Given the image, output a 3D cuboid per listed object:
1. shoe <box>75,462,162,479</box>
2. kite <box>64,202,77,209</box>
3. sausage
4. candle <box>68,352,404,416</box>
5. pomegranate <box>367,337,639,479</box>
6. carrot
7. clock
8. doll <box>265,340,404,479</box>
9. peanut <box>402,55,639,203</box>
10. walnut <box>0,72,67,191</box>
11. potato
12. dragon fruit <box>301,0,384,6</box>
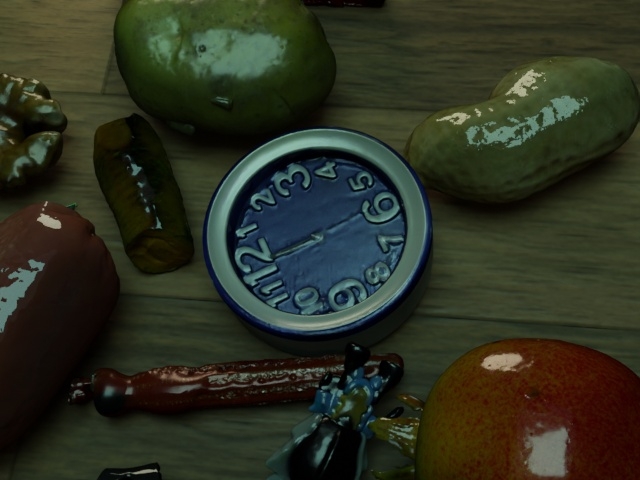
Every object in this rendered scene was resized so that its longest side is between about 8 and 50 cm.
[{"bbox_3d":[-0.149,0.237,0.946,0.159,0.062,0.053,12,51,11],"label":"shoe"},{"bbox_3d":[-0.311,0.001,1.107,0.090,0.004,0.122,26,68,17],"label":"kite"},{"bbox_3d":[-0.307,0.092,0.976,0.152,0.152,0.280,28,66,17],"label":"sausage"},{"bbox_3d":[-0.082,0.141,0.994,0.329,0.048,0.051,-5,54,1],"label":"candle"},{"bbox_3d":[0.166,0.183,0.864,0.256,0.221,0.221,3,62,24],"label":"pomegranate"},{"bbox_3d":[-0.191,-0.052,1.084,0.082,0.082,0.173,-19,63,-6],"label":"carrot"},{"bbox_3d":[0.000,0.000,1.035,0.230,0.083,0.230,-3,68,8],"label":"clock"},{"bbox_3d":[0.009,0.192,0.942,0.096,0.070,0.195,27,86,-2],"label":"doll"},{"bbox_3d":[0.209,-0.112,1.068,0.253,0.122,0.137,-26,47,-5],"label":"peanut"},{"bbox_3d":[-0.363,-0.113,1.134,0.170,0.069,0.143,-3,64,4],"label":"walnut"},{"bbox_3d":[-0.105,-0.199,1.115,0.228,0.148,0.197,-14,50,-5],"label":"potato"},{"bbox_3d":[0.010,-0.340,1.210,0.147,0.102,0.096,6,70,-4],"label":"dragon fruit"}]
